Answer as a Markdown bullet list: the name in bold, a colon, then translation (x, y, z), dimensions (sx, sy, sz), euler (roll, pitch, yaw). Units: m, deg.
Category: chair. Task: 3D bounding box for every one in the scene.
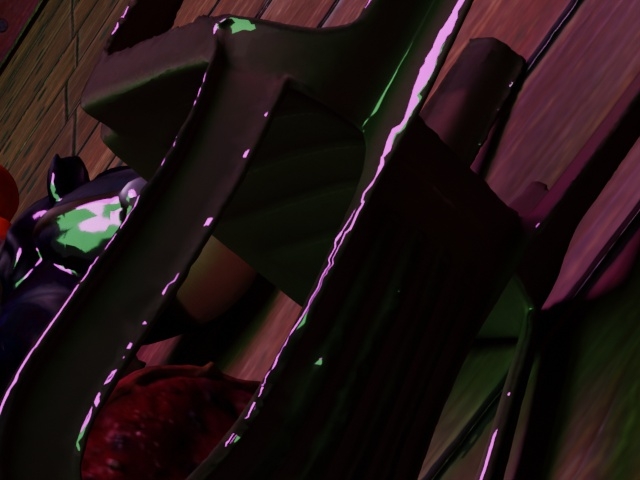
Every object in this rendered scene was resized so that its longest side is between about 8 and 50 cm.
- **chair**: translation (0.000, 0.000, 0.527), dimensions (0.183, 0.175, 0.326), euler (-7, 48, 56)

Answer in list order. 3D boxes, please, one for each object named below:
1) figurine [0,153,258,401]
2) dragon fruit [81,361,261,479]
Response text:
- **figurine**: translation (-0.210, 0.061, 0.863), dimensions (0.411, 0.241, 0.306), euler (-6, 52, 43)
- **dragon fruit**: translation (-0.105, 0.183, 0.543), dimensions (0.205, 0.152, 0.317), euler (-49, 22, 30)
